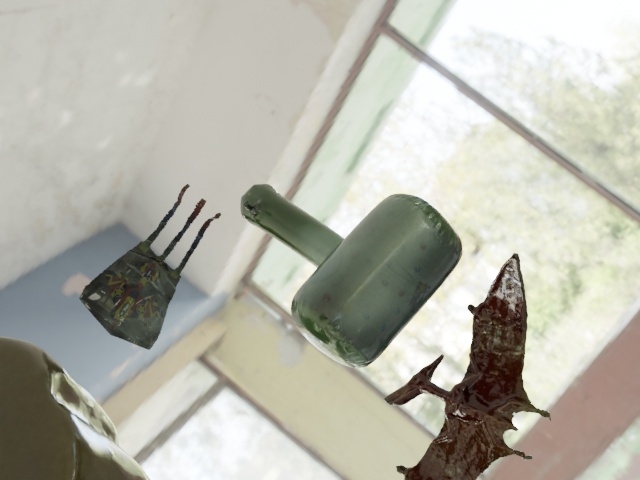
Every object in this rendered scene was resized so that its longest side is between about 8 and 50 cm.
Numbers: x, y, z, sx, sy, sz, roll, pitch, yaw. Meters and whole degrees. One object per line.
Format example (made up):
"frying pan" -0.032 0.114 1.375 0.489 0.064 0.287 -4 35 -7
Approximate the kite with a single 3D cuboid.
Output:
"kite" -0.239 0.035 1.445 0.015 0.141 0.245 12 63 53

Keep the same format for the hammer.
"hammer" 0.000 0.000 1.181 0.206 0.335 0.119 -47 -45 -10

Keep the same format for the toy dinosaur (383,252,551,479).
"toy dinosaur" 0.169 0.182 1.160 0.327 0.206 0.113 -47 -40 14

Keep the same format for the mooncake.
"mooncake" -0.439 0.366 1.247 0.467 0.467 0.262 -50 -40 -11
